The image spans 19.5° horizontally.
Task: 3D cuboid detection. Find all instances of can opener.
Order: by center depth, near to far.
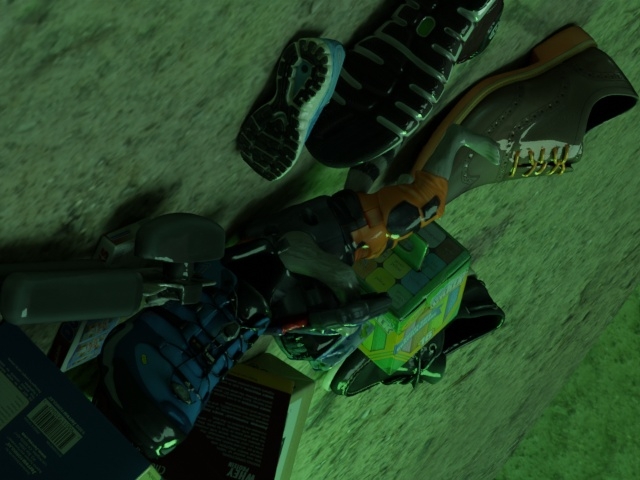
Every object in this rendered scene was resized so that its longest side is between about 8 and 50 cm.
[{"bbox_3d":[-0.195,0.027,1.652,0.280,0.074,0.093,-9,106,-54],"label":"can opener"}]

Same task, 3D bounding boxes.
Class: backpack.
[{"bbox_3d":[-0.001,0.103,2.209,0.105,0.084,0.114,-42,-164,-21],"label":"backpack"}]

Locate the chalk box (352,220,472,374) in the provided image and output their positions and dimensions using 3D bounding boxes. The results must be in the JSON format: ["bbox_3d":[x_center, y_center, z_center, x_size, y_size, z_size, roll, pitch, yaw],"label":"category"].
[{"bbox_3d":[0.089,0.042,2.262,0.132,0.132,0.213,-41,160,-20],"label":"chalk box"}]

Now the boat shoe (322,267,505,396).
[{"bbox_3d":[0.143,0.150,2.641,0.340,0.113,0.127,-27,154,-47],"label":"boat shoe"}]

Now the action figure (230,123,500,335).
[{"bbox_3d":[0.000,0.000,2.025,0.330,0.178,0.341,-32,-173,-25],"label":"action figure"}]

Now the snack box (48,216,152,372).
[{"bbox_3d":[-0.208,0.054,1.777,0.064,0.022,0.178,-26,153,-47],"label":"snack box"}]

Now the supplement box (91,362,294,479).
[{"bbox_3d":[-0.148,0.222,1.878,0.194,0.191,0.129,-80,-169,-46],"label":"supplement box"}]

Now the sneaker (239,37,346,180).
[{"bbox_3d":[-0.018,-0.124,1.773,0.073,0.063,0.162,-27,154,-55],"label":"sneaker"}]

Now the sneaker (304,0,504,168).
[{"bbox_3d":[0.104,-0.175,1.881,0.281,0.106,0.162,-49,165,3],"label":"sneaker"}]

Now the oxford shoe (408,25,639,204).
[{"bbox_3d":[0.244,-0.128,2.249,0.364,0.133,0.130,-38,160,-27],"label":"oxford shoe"}]

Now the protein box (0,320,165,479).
[{"bbox_3d":[-0.276,0.222,1.684,0.201,0.200,0.136,-44,161,-9],"label":"protein box"}]

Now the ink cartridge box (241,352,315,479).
[{"bbox_3d":[-0.122,0.264,2.252,0.235,0.088,0.193,-25,136,-51],"label":"ink cartridge box"}]

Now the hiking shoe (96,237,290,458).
[{"bbox_3d":[-0.118,0.085,1.762,0.132,0.113,0.304,-33,-161,24],"label":"hiking shoe"}]
